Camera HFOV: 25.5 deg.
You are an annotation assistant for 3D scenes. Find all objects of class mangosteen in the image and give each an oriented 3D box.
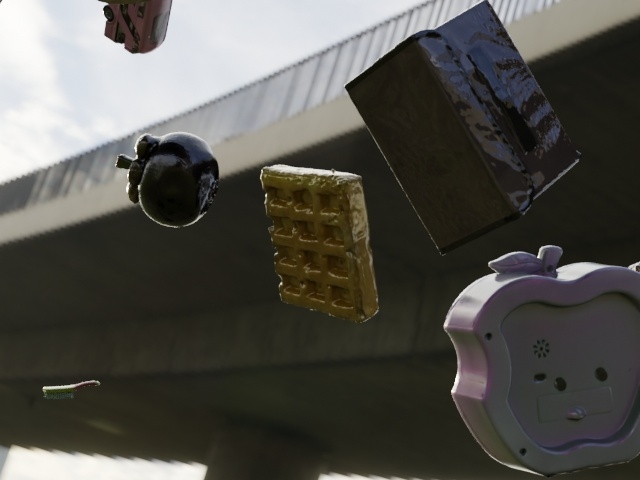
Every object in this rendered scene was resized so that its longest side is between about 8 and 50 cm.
[{"bbox_3d":[-0.220,-0.093,2.023,0.151,0.137,0.137,20,-21,4],"label":"mangosteen"}]

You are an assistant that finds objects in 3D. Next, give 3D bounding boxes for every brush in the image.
[{"bbox_3d":[-0.364,0.220,2.076,0.083,0.021,0.019,-7,9,-24],"label":"brush"}]

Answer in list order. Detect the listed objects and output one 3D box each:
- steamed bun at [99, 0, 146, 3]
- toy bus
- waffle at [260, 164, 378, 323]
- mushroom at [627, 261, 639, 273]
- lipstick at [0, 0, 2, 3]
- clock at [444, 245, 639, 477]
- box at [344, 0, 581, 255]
[{"bbox_3d":[-0.147,-0.336,1.507,0.212,0.231,0.110,-27,-66,41],"label":"steamed bun"},{"bbox_3d":[-0.247,-0.354,1.952,0.090,0.063,0.203,36,-46,20],"label":"toy bus"},{"bbox_3d":[0.000,0.000,2.354,0.055,0.247,0.221,-20,20,-36],"label":"waffle"},{"bbox_3d":[0.479,0.153,2.312,0.297,0.163,0.278,18,-49,-25],"label":"mushroom"},{"bbox_3d":[-0.478,-0.486,2.252,0.057,0.356,0.057,23,-15,6],"label":"lipstick"},{"bbox_3d":[0.347,0.169,2.026,0.339,0.338,0.102,25,-8,-18],"label":"clock"},{"bbox_3d":[0.180,-0.144,1.775,0.252,0.153,0.188,57,-32,-2],"label":"box"}]
